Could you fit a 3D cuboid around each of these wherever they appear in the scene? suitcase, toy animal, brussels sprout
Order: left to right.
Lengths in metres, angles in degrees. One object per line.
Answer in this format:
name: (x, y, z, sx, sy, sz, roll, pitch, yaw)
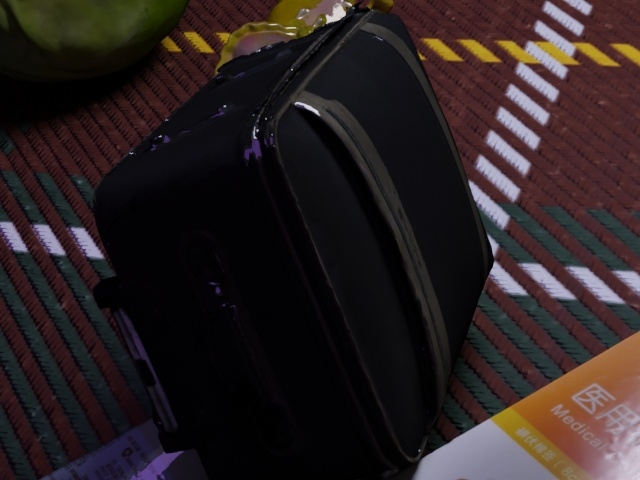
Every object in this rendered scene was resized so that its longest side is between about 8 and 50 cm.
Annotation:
brussels sprout: (-0.299, -0.314, 1.742, 0.344, 0.268, 0.344, 19, 41, -18)
toy animal: (-0.017, -0.178, 1.622, 0.156, 0.156, 0.230, 20, 58, 36)
suitcase: (0.000, 0.000, 1.181, 0.194, 0.283, 0.434, -17, 15, 20)

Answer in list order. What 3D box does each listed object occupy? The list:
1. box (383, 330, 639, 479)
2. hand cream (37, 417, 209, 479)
box: (0.183, 0.219, 1.042, 0.341, 0.143, 0.225, -26, 40, -20)
hand cream: (-0.167, 0.209, 1.194, 0.306, 0.093, 0.147, -27, 42, -16)
